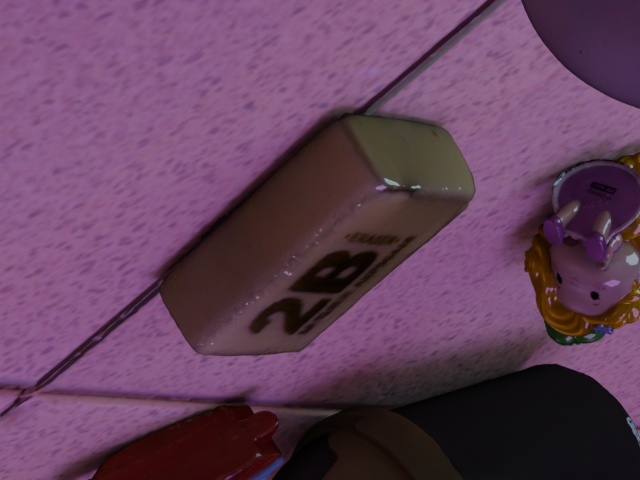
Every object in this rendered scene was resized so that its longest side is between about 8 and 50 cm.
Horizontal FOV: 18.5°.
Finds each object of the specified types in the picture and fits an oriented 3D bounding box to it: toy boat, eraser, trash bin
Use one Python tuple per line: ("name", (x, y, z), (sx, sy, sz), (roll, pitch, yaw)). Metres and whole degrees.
("toy boat", (-0.106, 0.174, 1.388), (0.173, 0.069, 0.059), (-26, 149, -19))
("eraser", (0.000, 0.000, 1.165), (0.172, 0.058, 0.117), (-42, 154, 27))
("trash bin", (0.087, 0.218, 1.537), (0.333, 0.214, 0.214), (-20, 157, -40))

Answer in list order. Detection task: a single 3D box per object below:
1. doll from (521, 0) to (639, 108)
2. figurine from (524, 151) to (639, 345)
("doll", (0.175, -0.171, 0.860), (0.251, 0.221, 0.221), (1, 162, 15))
("figurine", (0.202, 0.005, 1.378), (0.115, 0.094, 0.156), (-41, 145, -26))
